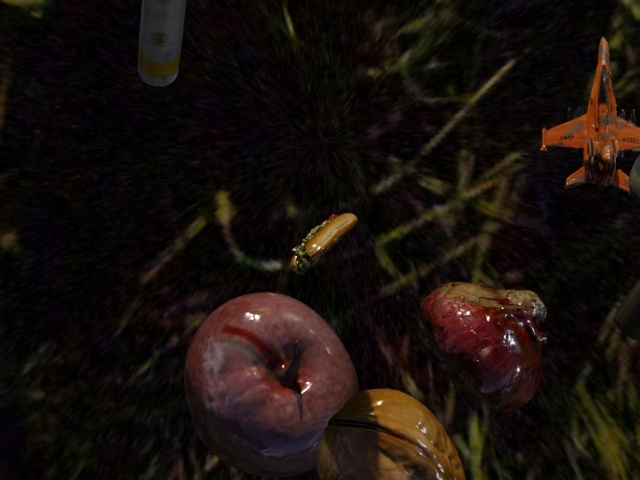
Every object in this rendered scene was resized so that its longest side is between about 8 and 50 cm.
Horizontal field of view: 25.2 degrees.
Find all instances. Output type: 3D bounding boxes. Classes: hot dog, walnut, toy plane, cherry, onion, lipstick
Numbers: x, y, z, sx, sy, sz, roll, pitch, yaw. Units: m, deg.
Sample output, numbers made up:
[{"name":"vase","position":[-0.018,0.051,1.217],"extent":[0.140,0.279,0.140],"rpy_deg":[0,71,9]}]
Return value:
[{"name":"hot dog","position":[0.000,0.000,1.086],"extent":[0.021,0.083,0.037],"rpy_deg":[50,122,0]},{"name":"walnut","position":[0.074,0.237,1.518],"extent":[0.144,0.144,0.180],"rpy_deg":[-44,114,3]},{"name":"toy plane","position":[0.317,-0.140,1.614],"extent":[0.135,0.062,0.188],"rpy_deg":[3,60,4]},{"name":"cherry","position":[-0.063,0.187,1.834],"extent":[0.213,0.285,0.236],"rpy_deg":[0,62,-22]},{"name":"onion","position":[0.208,0.119,1.716],"extent":[0.147,0.184,0.184],"rpy_deg":[-36,93,7]},{"name":"lipstick","position":[-0.204,-0.297,1.858],"extent":[0.059,0.264,0.059],"rpy_deg":[4,61,-7]}]

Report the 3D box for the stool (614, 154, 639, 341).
[{"name":"stool","position":[0.458,0.033,1.300],"extent":[0.310,0.310,0.226],"rpy_deg":[-22,138,-23]}]
